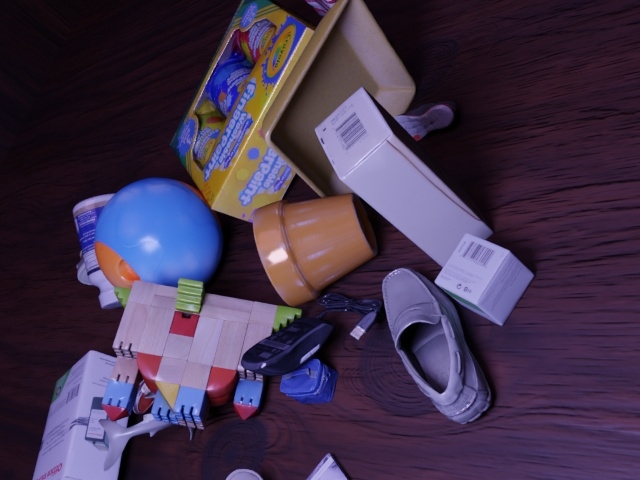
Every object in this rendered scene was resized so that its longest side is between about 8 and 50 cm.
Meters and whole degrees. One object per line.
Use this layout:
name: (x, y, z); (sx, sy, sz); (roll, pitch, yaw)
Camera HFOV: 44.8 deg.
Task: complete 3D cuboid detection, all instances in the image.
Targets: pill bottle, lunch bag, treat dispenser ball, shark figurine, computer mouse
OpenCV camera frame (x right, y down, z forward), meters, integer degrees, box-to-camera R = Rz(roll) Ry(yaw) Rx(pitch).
pill bottle: (-0.512, 0.028, 1.929); (0.153, 0.153, 0.264); (-21, 81, 34)
lunch bag: (-0.021, 0.253, 1.400); (0.098, 0.065, 0.067); (-15, 52, 39)
treat dispenser ball: (-0.365, 0.001, 1.762); (0.288, 0.288, 0.288); (-26, 46, 30)
shark figurine: (-0.298, 0.359, 1.548); (0.166, 0.116, 0.278); (-5, 17, 29)
computer mouse: (-0.002, 0.181, 1.377); (0.184, 0.060, 0.262); (1, 27, 47)

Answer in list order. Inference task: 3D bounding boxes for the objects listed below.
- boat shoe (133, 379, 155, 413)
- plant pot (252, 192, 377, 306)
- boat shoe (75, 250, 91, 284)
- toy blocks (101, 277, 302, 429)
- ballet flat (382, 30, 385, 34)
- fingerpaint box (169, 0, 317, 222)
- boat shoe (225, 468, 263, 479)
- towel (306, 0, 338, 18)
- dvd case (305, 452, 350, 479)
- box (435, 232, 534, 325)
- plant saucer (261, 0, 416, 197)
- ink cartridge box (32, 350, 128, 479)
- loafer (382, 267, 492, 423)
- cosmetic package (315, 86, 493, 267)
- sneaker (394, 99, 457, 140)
boat shoe: (-0.369, 0.323, 1.719); (0.043, 0.049, 0.137); (7, 62, 46)
plant pot: (0.000, 0.000, 1.485); (0.188, 0.205, 0.205); (-21, 46, 13)
boat shoe: (-0.555, -0.002, 2.106); (0.305, 0.109, 0.091); (-40, 45, 22)
toy blocks: (-0.246, 0.235, 1.484); (0.381, 0.190, 0.260); (9, 60, 3)
ballet flat: (0.049, -0.414, 1.833); (0.248, 0.086, 0.086); (-23, 47, 31)
fingerpaint box: (-0.150, -0.318, 1.808); (0.444, 0.163, 0.371); (-60, 37, 16)
boat shoe: (-0.129, 0.540, 1.251); (0.335, 0.112, 0.095); (-101, 30, -42)
towel: (0.024, -0.474, 1.625); (0.037, 0.329, 0.237); (-48, 61, 8)
dvd case: (0.015, 0.472, 1.235); (0.164, 0.018, 0.221); (-51, 38, 4)
box: (0.261, 0.061, 1.240); (0.101, 0.087, 0.102); (29, 84, 52)
plant saucer: (0.028, -0.260, 1.517); (0.081, 0.333, 0.332); (22, 78, 35)
ink cartridge box: (-0.522, 0.422, 1.709); (0.211, 0.122, 0.289); (-36, 40, 41)
loafer: (0.169, 0.148, 1.247); (0.112, 0.111, 0.319); (-43, 39, 12)
cosmetic package: (0.143, -0.098, 1.304); (0.113, 0.309, 0.160); (-41, 41, 16)
sneaker: (0.211, -0.246, 1.566); (0.158, 0.061, 0.065); (-7, 32, 41)
